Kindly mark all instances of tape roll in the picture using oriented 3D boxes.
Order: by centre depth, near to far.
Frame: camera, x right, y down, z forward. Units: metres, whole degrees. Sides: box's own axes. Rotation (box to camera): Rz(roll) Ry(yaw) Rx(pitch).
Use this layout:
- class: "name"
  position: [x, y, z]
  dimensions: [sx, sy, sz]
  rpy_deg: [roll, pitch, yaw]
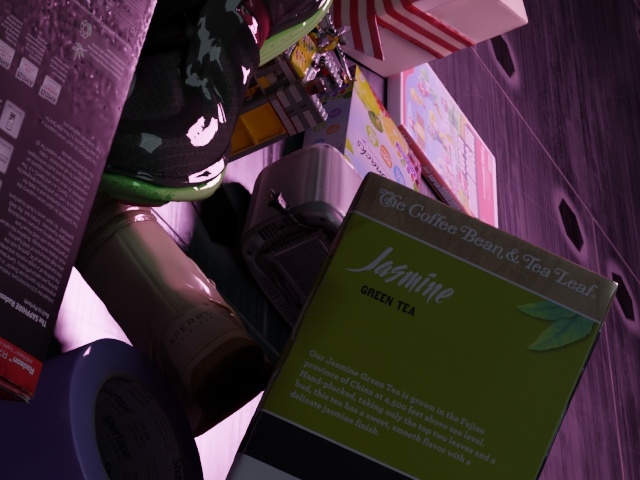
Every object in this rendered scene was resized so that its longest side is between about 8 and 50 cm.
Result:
- class: "tape roll"
  position: [-0.176, 0.179, 1.551]
  dimensions: [0.189, 0.080, 0.189]
  rpy_deg: [49, 29, -40]

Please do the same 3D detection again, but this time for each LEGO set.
- class: "LEGO set"
  position: [-0.075, -0.229, 1.997]
  dimensions: [0.255, 0.192, 0.331]
  rpy_deg: [63, 23, -12]

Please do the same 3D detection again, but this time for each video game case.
- class: "video game case"
  position: [0.172, -0.135, 2.690]
  dimensions: [0.285, 0.025, 0.204]
  rpy_deg: [50, 29, -36]

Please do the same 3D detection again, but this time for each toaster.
- class: "toaster"
  position: [0.000, 0.000, 2.052]
  dimensions: [0.227, 0.129, 0.146]
  rpy_deg: [52, 23, -29]

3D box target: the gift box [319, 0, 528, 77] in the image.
- class: "gift box"
  position: [0.117, -0.356, 2.471]
  dimensions: [0.258, 0.255, 0.276]
  rpy_deg: [23, 46, -63]

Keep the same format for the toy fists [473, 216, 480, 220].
- class: "toy fists"
  position: [0.188, 0.046, 2.441]
  dimensions: [0.142, 0.096, 0.279]
  rpy_deg: [49, 20, 3]

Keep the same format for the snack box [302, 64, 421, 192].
- class: "snack box"
  position: [0.050, -0.078, 2.304]
  dimensions: [0.174, 0.070, 0.207]
  rpy_deg: [54, 28, -32]

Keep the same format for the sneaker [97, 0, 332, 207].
- class: "sneaker"
  position: [-0.114, -0.204, 1.693]
  dimensions: [0.483, 0.185, 0.202]
  rpy_deg: [-64, 169, -48]

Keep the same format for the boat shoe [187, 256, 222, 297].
- class: "boat shoe"
  position: [-0.110, 0.079, 1.827]
  dimensions: [0.153, 0.056, 0.048]
  rpy_deg: [63, 14, -16]

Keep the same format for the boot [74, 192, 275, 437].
- class: "boot"
  position: [-0.139, 0.064, 1.702]
  dimensions: [0.203, 0.095, 0.262]
  rpy_deg: [49, -8, 12]

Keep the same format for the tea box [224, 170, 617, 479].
- class: "tea box"
  position: [0.059, 0.157, 1.587]
  dimensions: [0.329, 0.220, 0.323]
  rpy_deg: [110, 5, -78]

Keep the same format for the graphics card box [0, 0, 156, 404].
- class: "graphics card box"
  position: [-0.258, -0.093, 1.424]
  dimensions: [0.233, 0.094, 0.371]
  rpy_deg: [37, 63, -50]
